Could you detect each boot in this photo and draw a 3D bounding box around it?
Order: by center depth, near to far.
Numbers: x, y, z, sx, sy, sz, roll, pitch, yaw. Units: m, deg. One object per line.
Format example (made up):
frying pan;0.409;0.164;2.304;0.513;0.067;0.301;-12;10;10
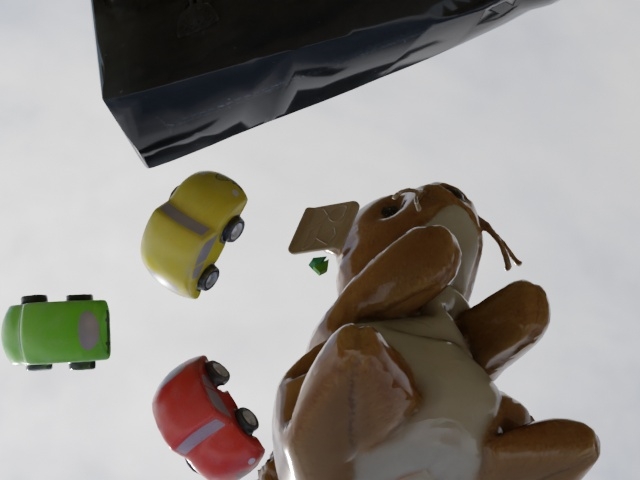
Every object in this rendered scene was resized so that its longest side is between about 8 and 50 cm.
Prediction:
boot;0.050;-0.259;1.076;0.445;0.146;0.367;-20;-141;15

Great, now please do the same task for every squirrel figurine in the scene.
squirrel figurine;0.055;0.134;1.476;0.281;0.397;0.370;18;-144;-18

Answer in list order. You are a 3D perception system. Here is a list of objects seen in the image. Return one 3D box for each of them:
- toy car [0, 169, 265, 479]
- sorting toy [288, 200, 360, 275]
toy car;-0.158;0.070;1.134;0.225;0.239;0.053;-5;176;23
sorting toy;0.000;0.000;1.378;0.062;0.012;0.083;-5;-131;37
